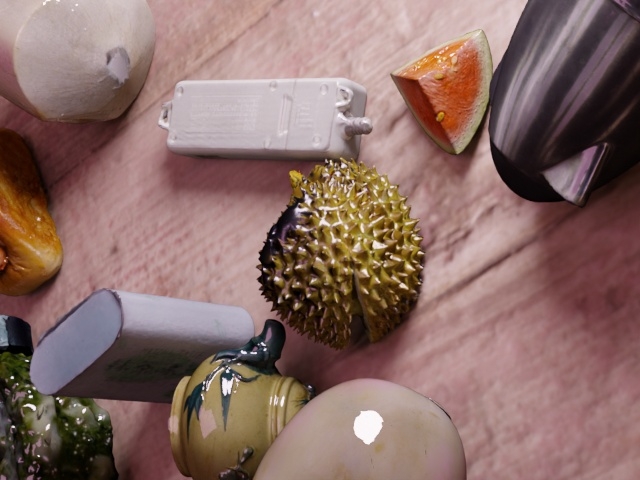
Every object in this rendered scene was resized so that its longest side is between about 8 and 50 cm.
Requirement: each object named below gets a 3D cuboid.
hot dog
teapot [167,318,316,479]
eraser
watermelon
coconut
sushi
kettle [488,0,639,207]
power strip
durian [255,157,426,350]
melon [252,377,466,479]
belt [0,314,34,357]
[{"bbox_3d":[-0.476,-0.048,1.931,0.150,0.153,0.257,-39,60,27],"label":"hot dog"},{"bbox_3d":[-0.068,0.225,1.557,0.182,0.173,0.270,-4,89,14],"label":"teapot"},{"bbox_3d":[-0.211,0.130,1.633,0.174,0.227,0.081,-37,60,28],"label":"eraser"},{"bbox_3d":[0.135,-0.161,1.495,0.125,0.094,0.135,-20,73,26],"label":"watermelon"},{"bbox_3d":[-0.338,-0.260,1.821,0.241,0.241,0.241,-9,76,38],"label":"coconut"},{"bbox_3d":[-0.410,0.319,1.793,0.294,0.178,0.352,-33,59,27],"label":"sushi"},{"bbox_3d":[0.252,-0.167,1.336,0.251,0.207,0.271,46,118,28],"label":"kettle"},{"bbox_3d":[-0.065,-0.149,1.678,0.338,0.058,0.098,5,84,40],"label":"power strip"},{"bbox_3d":[0.000,0.000,1.543,0.193,0.137,0.237,-51,54,22],"label":"durian"},{"bbox_3d":[0.028,0.298,1.403,0.223,0.223,0.317,16,76,40],"label":"melon"},{"bbox_3d":[-0.458,0.144,1.894,0.105,0.140,0.058,-18,71,4],"label":"belt"}]
